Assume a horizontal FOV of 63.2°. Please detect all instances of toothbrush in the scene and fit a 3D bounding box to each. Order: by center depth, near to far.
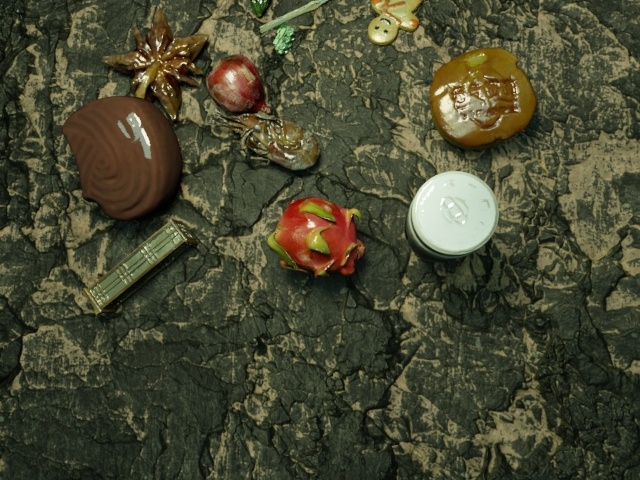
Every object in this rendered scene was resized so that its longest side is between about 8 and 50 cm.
[{"bbox_3d":[-0.049,-0.670,1.508,0.294,0.026,0.028,-28,65,2],"label":"toothbrush"}]

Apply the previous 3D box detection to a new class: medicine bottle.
[{"bbox_3d":[0.305,-0.046,1.263,0.190,0.332,0.190,0,85,6],"label":"medicine bottle"}]

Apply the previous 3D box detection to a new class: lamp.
[{"bbox_3d":[-0.504,0.074,1.457,0.325,0.090,0.089,-39,82,0],"label":"lamp"}]

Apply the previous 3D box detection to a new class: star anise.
[{"bbox_3d":[-0.468,-0.493,1.494,0.349,0.109,0.292,-40,78,2],"label":"star anise"}]

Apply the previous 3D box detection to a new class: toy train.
[{"bbox_3d":[-0.108,-0.579,1.502,0.053,0.033,0.083,28,89,12],"label":"toy train"}]

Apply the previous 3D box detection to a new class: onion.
[{"bbox_3d":[-0.219,-0.417,1.447,0.195,0.159,0.159,43,90,-15],"label":"onion"}]

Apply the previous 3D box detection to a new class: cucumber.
[{"bbox_3d":[-0.159,-0.784,1.504,0.077,0.077,0.265,16,85,7],"label":"cucumber"}]

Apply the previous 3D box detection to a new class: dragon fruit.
[{"bbox_3d":[-0.005,-0.003,1.352,0.227,0.224,0.224,24,88,23],"label":"dragon fruit"}]

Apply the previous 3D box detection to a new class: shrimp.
[{"bbox_3d":[-0.168,-0.283,1.438,0.343,0.116,0.145,20,86,1],"label":"shrimp"}]

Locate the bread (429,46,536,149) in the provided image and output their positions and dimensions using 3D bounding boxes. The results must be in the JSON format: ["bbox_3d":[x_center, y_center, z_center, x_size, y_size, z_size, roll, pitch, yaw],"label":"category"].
[{"bbox_3d":[0.420,-0.367,1.372,0.270,0.148,0.270,-1,85,6],"label":"bread"}]

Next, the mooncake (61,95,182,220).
[{"bbox_3d":[-0.542,-0.232,1.409,0.334,0.174,0.326,24,107,1],"label":"mooncake"}]

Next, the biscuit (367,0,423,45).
[{"bbox_3d":[0.219,-0.658,1.479,0.153,0.030,0.234,37,89,9],"label":"biscuit"}]
